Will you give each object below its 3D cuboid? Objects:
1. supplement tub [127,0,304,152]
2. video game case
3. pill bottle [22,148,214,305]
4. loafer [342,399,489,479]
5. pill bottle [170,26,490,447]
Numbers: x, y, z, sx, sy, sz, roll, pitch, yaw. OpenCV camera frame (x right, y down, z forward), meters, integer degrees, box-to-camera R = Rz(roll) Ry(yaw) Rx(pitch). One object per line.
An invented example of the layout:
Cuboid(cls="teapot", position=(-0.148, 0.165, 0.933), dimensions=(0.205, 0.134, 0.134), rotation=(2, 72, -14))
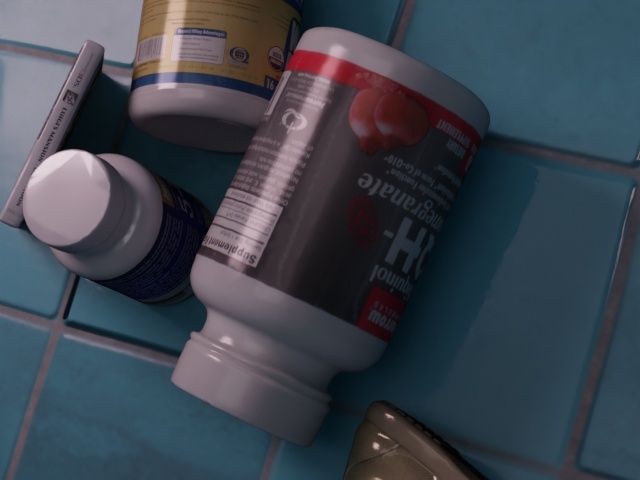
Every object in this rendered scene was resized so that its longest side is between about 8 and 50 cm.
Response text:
Cuboid(cls="supplement tub", position=(-0.090, -0.191, 1.367), dimensions=(0.144, 0.144, 0.200), rotation=(2, 78, 22))
Cuboid(cls="video game case", position=(-0.242, -0.091, 1.388), dimensions=(0.022, 0.190, 0.173), rotation=(26, 86, -8))
Cuboid(cls="pill bottle", position=(-0.175, -0.014, 1.332), dimensions=(0.112, 0.186, 0.112), rotation=(-5, 75, 20))
Cuboid(cls="loafer", position=(0.119, 0.235, 1.208), dimensions=(0.268, 0.102, 0.092), rotation=(39, 94, 34))
Cuboid(cls="pill bottle", position=(0.000, 0.000, 1.266), dimensions=(0.176, 0.176, 0.318), rotation=(23, 86, 25))
